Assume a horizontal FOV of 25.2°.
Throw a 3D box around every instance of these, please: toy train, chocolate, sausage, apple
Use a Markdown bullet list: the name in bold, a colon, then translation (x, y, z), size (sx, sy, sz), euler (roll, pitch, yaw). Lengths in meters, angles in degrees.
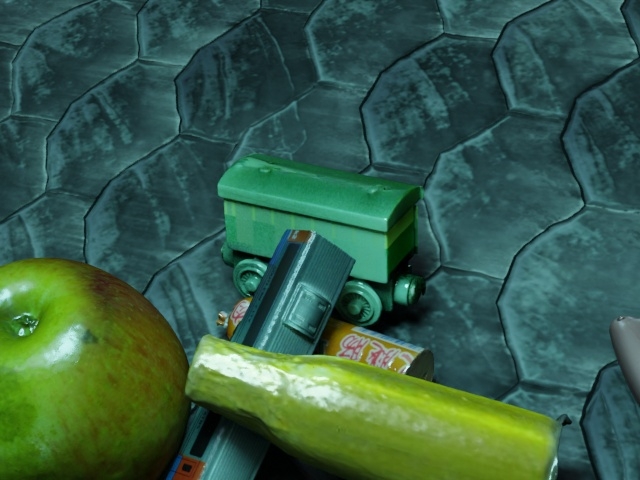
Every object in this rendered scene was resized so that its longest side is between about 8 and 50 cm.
- **toy train**: translation (0.000, 0.000, 1.955), size (0.301, 0.202, 0.120), euler (13, 32, 24)
- **chocolate**: translation (0.061, 0.210, 1.690), size (0.445, 0.162, 0.162), euler (19, 50, 3)
- **sausage**: translation (-0.007, 0.142, 1.903), size (0.312, 0.093, 0.093), euler (17, 52, 27)
- **apple**: translation (-0.333, 0.180, 1.773), size (0.339, 0.339, 0.339), euler (-6, 45, 7)
- **toy train**: translation (-0.080, 0.180, 1.785), size (0.089, 0.086, 0.409), euler (1, 61, 53)

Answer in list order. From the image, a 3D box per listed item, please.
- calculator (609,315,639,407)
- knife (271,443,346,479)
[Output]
- **calculator**: translation (0.509, 0.181, 1.779), size (0.220, 0.048, 0.330), euler (-20, 47, -9)
- **knife**: translation (0.007, 0.274, 1.794), size (0.123, 0.053, 0.278), euler (-20, 38, -24)
